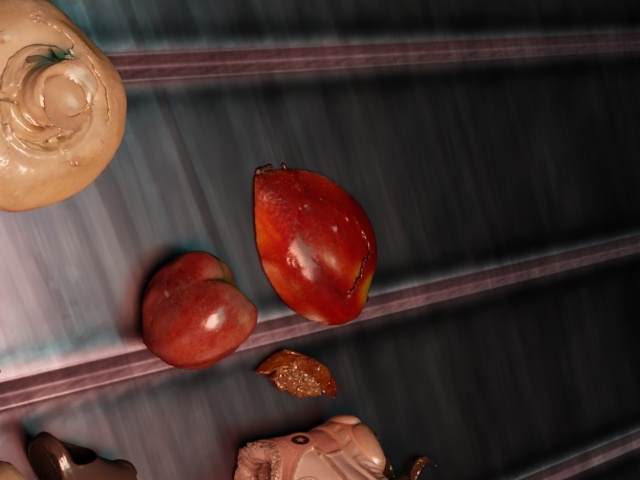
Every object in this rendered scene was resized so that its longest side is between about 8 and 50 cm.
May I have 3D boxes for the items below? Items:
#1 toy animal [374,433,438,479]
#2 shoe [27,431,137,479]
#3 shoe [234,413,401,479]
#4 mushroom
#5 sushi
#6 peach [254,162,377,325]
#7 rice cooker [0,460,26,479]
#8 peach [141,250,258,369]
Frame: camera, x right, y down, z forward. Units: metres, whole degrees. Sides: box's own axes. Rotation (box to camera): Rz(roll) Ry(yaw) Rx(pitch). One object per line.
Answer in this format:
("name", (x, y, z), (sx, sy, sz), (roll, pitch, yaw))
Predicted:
("toy animal", (0.092, 0.413, 1.516), (0.233, 0.084, 0.148), (-56, 138, -26))
("shoe", (-0.272, 0.314, 1.225), (0.093, 0.108, 0.241), (-38, 120, -29))
("shoe", (0.015, 0.388, 1.311), (0.198, 0.351, 0.172), (-4, 118, -24))
("mushroom", (-0.324, -0.154, 1.098), (0.246, 0.202, 0.246), (1, 88, -45))
("sushi", (-0.034, 0.196, 1.418), (0.120, 0.052, 0.055), (33, 59, -35))
("peach", (0.003, 0.001, 1.421), (0.189, 0.068, 0.279), (-52, 119, -24))
("rice cooker", (-0.374, 0.370, 1.085), (0.244, 0.226, 0.226), (-27, 108, -27))
("peach", (-0.163, 0.097, 1.269), (0.152, 0.152, 0.152), (-3, 95, -35))
